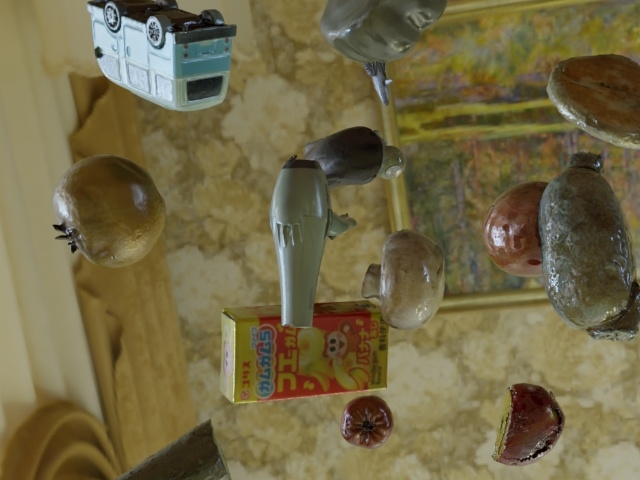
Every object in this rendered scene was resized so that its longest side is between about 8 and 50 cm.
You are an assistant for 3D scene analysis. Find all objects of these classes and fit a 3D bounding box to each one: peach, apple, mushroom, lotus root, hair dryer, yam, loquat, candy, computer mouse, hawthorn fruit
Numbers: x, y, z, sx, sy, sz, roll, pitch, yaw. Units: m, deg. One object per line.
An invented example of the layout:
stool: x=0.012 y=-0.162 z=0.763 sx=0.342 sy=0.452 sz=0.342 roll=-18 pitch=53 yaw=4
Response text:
peach: x=0.385 y=0.354 z=1.661 sx=0.172 sy=0.127 sz=0.092 roll=-54 pitch=-169 yaw=3
apple: x=0.414 y=-0.020 z=1.740 sx=0.174 sy=0.188 sz=0.188 roll=-21 pitch=-178 yaw=45
mushroom: x=0.136 y=0.062 z=1.426 sx=0.127 sy=0.166 sz=0.166 roll=9 pitch=-162 yaw=12
lotus root: x=0.456 y=0.005 z=1.533 sx=0.175 sy=0.349 sz=0.175 roll=-4 pitch=159 yaw=-2
hair dryer: x=-0.010 y=0.024 z=1.212 sx=0.088 sy=0.218 sz=0.225 roll=3 pitch=158 yaw=23
yam: x=-0.322 y=0.527 z=1.929 sx=0.304 sy=0.168 sz=0.168 roll=-29 pitch=-159 yaw=-27
loquat: x=-0.388 y=-0.052 z=1.616 sx=0.213 sy=0.213 sz=0.213 roll=-9 pitch=-166 yaw=2
candy: x=-0.025 y=0.181 z=1.464 sx=0.276 sy=0.146 sz=0.088 roll=0 pitch=-172 yaw=-22
computer mouse: x=0.028 y=-0.187 z=2.066 sx=0.088 sy=0.146 sz=0.264 roll=5 pitch=164 yaw=-39
hawthorn fruit: x=0.104 y=0.405 z=2.013 sx=0.125 sy=0.125 sz=0.140 roll=-9 pitch=-145 yaw=3

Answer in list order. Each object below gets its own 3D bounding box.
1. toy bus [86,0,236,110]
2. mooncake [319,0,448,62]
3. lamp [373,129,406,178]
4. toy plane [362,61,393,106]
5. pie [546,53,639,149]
toy bus: x=-0.277 y=-0.323 z=1.516 sx=0.133 sy=0.164 sz=0.271 roll=-20 pitch=-145 yaw=-40
mooncake: x=0.118 y=-0.441 z=1.609 sx=0.135 sy=0.274 sz=0.275 roll=31 pitch=172 yaw=-29
lamp: x=0.171 y=-0.240 z=2.388 sx=0.091 sy=0.091 sz=0.163 roll=-12 pitch=-129 yaw=-9
toy plane: x=0.149 y=-0.492 z=2.364 sx=0.212 sy=0.267 sz=0.088 roll=-13 pitch=170 yaw=-38
pie: x=0.681 y=-0.323 z=2.056 sx=0.339 sy=0.077 sz=0.339 roll=7 pitch=-133 yaw=-7
